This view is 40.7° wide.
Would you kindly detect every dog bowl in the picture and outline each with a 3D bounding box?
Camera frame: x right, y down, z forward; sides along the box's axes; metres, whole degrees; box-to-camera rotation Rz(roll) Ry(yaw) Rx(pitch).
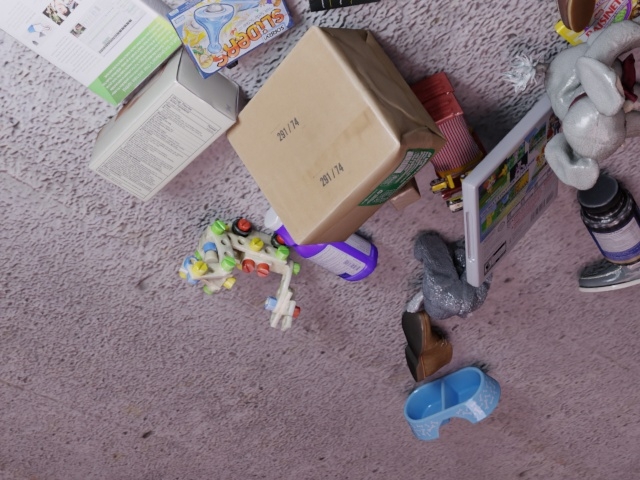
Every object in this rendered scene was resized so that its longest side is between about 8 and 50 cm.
[{"bbox_3d":[0.368,0.461,2.473,0.297,0.166,0.074,-29,119,25],"label":"dog bowl"}]

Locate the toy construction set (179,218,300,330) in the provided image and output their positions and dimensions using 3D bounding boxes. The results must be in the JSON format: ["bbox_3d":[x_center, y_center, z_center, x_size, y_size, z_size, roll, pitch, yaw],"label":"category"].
[{"bbox_3d":[-0.163,0.068,1.993,0.327,0.215,0.151,32,128,-30],"label":"toy construction set"}]

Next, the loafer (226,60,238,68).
[{"bbox_3d":[-0.182,-0.397,1.618,0.061,0.062,0.170,-16,136,7],"label":"loafer"}]

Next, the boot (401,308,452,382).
[{"bbox_3d":[0.289,0.262,2.314,0.115,0.112,0.305,-20,142,-7],"label":"boot"}]

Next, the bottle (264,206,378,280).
[{"bbox_3d":[0.000,0.000,2.012,0.282,0.092,0.118,28,145,-27],"label":"bottle"}]

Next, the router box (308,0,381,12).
[{"bbox_3d":[0.032,-0.500,1.527,0.133,0.046,0.179,-7,136,5],"label":"router box"}]

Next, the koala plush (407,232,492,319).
[{"bbox_3d":[0.307,0.123,2.106,0.196,0.203,0.221,6,148,-8],"label":"koala plush"}]

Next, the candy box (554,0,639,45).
[{"bbox_3d":[0.555,-0.440,1.624,0.105,0.027,0.206,30,128,-25],"label":"candy box"}]

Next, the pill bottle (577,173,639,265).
[{"bbox_3d":[0.669,-0.048,1.970,0.122,0.123,0.219,-24,131,22],"label":"pill bottle"}]

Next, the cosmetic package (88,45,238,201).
[{"bbox_3d":[-0.316,-0.230,1.739,0.296,0.129,0.153,-35,126,30],"label":"cosmetic package"}]

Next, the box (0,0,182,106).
[{"bbox_3d":[-0.437,-0.414,1.595,0.232,0.058,0.322,-34,126,29],"label":"box"}]

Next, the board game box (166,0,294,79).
[{"bbox_3d":[-0.161,-0.402,1.570,0.201,0.035,0.136,-33,133,-5],"label":"board game box"}]

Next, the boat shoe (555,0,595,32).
[{"bbox_3d":[0.451,-0.477,1.556,0.073,0.073,0.207,-34,136,-21],"label":"boat shoe"}]

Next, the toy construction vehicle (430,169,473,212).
[{"bbox_3d":[0.276,-0.106,1.735,0.098,0.035,0.086,-22,122,10],"label":"toy construction vehicle"}]

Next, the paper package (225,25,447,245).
[{"bbox_3d":[0.021,-0.196,1.647,0.168,0.309,0.325,-13,154,-51],"label":"paper package"}]

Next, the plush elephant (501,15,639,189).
[{"bbox_3d":[0.532,-0.253,1.612,0.329,0.255,0.272,-5,143,-8],"label":"plush elephant"}]

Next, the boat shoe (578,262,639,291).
[{"bbox_3d":[0.784,0.050,2.121,0.319,0.116,0.099,-18,91,25],"label":"boat shoe"}]

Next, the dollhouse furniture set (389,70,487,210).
[{"bbox_3d":[0.147,-0.160,1.789,0.374,0.152,0.201,-26,132,16],"label":"dollhouse furniture set"}]

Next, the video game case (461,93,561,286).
[{"bbox_3d":[0.403,-0.106,1.799,0.036,0.329,0.300,28,148,32],"label":"video game case"}]
